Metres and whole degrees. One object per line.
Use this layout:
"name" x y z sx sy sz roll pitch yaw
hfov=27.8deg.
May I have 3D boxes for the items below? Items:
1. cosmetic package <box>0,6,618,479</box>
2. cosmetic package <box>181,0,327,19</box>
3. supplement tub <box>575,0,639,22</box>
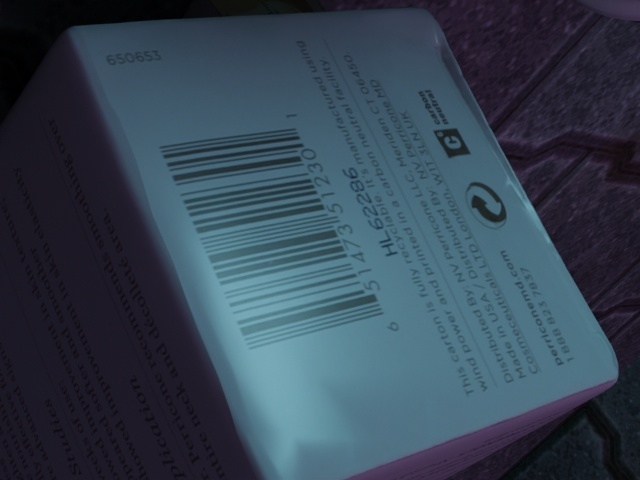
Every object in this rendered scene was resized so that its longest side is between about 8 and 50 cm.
"cosmetic package" -0.072 0.070 0.974 0.327 0.329 0.394 -13 161 -41
"cosmetic package" -0.044 -0.161 0.998 0.115 0.060 0.041 -11 145 -44
"supplement tub" 0.330 -0.277 1.052 0.316 0.228 0.228 -1 139 -50
